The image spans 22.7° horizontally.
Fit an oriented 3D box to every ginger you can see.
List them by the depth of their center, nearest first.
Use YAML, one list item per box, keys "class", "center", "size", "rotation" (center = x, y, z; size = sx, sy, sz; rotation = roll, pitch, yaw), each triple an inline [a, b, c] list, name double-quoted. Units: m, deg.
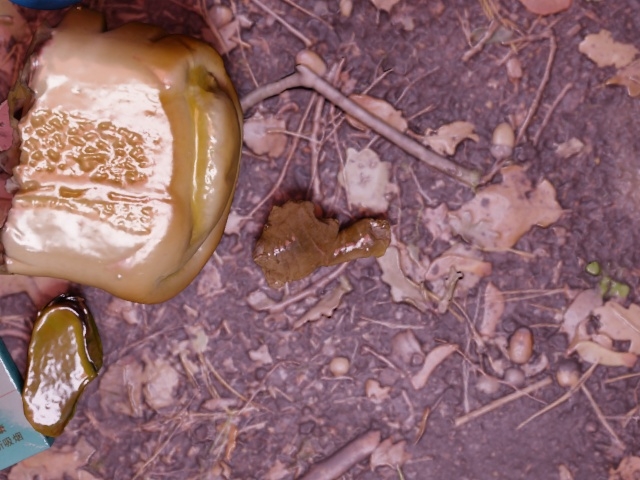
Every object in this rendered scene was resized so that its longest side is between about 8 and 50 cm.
- class: "ginger"
  center: [-0.003, -0.008, 1.845]
  size: [0.165, 0.067, 0.096]
  rotation: [-17, 101, -10]

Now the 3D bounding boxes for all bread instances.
- class: "bread"
  center: [-0.219, -0.097, 1.764]
  size: [0.270, 0.211, 0.316]
  rotation: [7, 106, -10]

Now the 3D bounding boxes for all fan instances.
- class: "fan"
  center: [-0.364, -0.133, 1.851]
  size: [0.133, 0.005, 0.085]
  rotation: [10, 102, -2]

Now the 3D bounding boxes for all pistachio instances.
- class: "pistachio"
  center: [-0.303, 0.144, 1.880]
  size: [0.089, 0.049, 0.173]
  rotation: [9, 99, -14]

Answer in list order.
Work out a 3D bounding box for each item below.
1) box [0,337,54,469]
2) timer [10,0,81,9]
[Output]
- class: "box"
  center: [-0.440, 0.176, 1.892]
  size: [0.162, 0.041, 0.229]
  rotation: [-25, 100, 5]
- class: "timer"
  center: [-0.266, -0.423, 1.674]
  size: [0.340, 0.115, 0.309]
  rotation: [-23, 105, 29]
